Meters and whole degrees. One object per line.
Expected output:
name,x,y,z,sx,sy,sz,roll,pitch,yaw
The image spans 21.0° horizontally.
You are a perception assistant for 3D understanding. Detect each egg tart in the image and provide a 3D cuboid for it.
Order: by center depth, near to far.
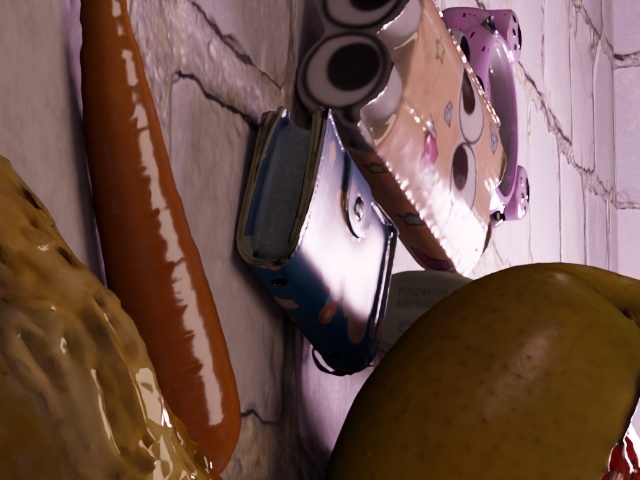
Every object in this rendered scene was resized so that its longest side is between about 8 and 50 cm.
egg tart,-0.122,0.065,0.647,0.290,0.115,0.290,54,-13,18

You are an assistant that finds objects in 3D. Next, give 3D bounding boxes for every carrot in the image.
carrot,-0.094,0.004,0.966,0.069,0.069,0.336,-45,128,-68

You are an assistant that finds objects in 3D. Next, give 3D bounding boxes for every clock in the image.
clock,0.144,-0.120,1.730,0.248,0.090,0.227,-21,108,-71

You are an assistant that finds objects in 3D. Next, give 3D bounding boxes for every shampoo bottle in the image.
shampoo bottle,0.149,0.104,1.627,0.359,0.134,0.078,41,50,-68

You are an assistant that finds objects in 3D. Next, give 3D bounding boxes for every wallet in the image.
wallet,-0.001,0.000,1.282,0.202,0.059,0.141,56,42,-57

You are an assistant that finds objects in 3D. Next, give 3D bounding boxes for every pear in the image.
pear,0.106,0.182,1.337,0.340,0.191,0.386,-52,164,-70

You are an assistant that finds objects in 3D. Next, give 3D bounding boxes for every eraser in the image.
eraser,0.075,-0.098,1.453,0.290,0.087,0.171,51,46,-56

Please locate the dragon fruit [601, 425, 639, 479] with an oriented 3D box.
dragon fruit,0.196,0.257,1.646,0.268,0.210,0.205,-38,127,-13
